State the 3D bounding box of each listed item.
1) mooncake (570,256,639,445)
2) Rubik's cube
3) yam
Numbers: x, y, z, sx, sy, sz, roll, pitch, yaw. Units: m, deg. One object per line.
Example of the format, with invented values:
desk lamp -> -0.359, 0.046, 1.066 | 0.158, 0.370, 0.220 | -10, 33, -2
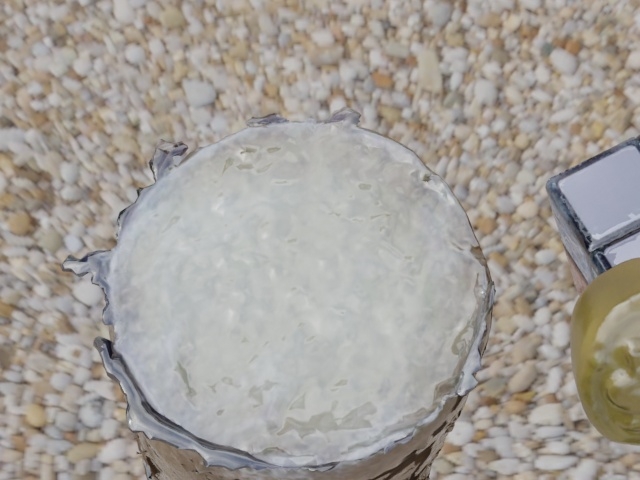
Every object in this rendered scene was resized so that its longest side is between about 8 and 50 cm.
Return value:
mooncake -> 0.390, 0.139, 1.499 | 0.235, 0.117, 0.234 | -1, 123, -2
Rubik's cube -> 0.550, 0.032, 1.918 | 0.313, 0.318, 0.316 | -28, 49, 3
yam -> -0.014, 0.061, 0.499 | 0.131, 0.279, 0.131 | 1, 67, -2
